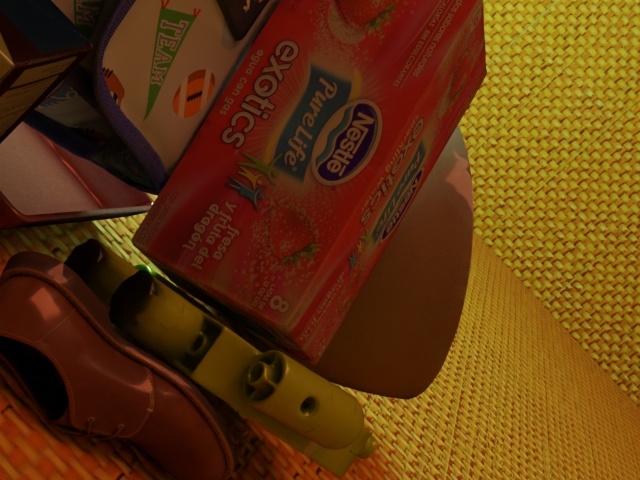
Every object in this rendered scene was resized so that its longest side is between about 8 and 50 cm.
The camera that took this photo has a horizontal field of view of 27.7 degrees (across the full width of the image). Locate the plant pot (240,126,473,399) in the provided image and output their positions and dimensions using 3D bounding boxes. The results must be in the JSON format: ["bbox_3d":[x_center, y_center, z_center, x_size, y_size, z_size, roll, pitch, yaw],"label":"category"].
[{"bbox_3d":[0.000,0.000,1.213,0.191,0.284,0.284,6,28,-15],"label":"plant pot"}]

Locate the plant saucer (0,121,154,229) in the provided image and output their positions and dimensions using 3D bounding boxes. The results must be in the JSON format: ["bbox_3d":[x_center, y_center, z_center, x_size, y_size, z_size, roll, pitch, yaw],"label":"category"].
[{"bbox_3d":[-0.272,-0.102,1.036,0.258,0.048,0.259,49,14,7],"label":"plant saucer"}]

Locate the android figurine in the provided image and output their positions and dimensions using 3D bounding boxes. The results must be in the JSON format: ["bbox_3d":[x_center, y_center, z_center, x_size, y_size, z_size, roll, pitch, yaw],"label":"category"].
[{"bbox_3d":[-0.063,0.093,0.966,0.273,0.056,0.248,38,-8,-35],"label":"android figurine"}]

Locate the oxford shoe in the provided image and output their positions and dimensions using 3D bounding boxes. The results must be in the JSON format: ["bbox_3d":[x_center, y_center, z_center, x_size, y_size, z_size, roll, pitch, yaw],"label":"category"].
[{"bbox_3d":[-0.140,0.105,0.841,0.212,0.076,0.076,45,43,-23],"label":"oxford shoe"}]

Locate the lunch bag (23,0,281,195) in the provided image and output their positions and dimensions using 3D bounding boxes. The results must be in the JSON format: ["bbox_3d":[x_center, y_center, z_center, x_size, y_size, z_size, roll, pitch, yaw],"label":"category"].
[{"bbox_3d":[-0.167,-0.262,0.931,0.239,0.328,0.385,13,-23,51],"label":"lunch bag"}]

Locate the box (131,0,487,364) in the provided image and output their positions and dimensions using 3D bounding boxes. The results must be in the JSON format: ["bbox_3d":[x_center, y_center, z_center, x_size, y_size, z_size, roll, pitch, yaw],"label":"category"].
[{"bbox_3d":[0.002,-0.071,1.035,0.142,0.300,0.154,28,-11,15],"label":"box"}]

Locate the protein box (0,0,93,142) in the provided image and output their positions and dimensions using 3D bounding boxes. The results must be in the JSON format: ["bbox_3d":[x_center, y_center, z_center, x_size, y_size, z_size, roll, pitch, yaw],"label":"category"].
[{"bbox_3d":[-0.272,-0.099,0.679,0.200,0.201,0.136,46,13,-4],"label":"protein box"}]
